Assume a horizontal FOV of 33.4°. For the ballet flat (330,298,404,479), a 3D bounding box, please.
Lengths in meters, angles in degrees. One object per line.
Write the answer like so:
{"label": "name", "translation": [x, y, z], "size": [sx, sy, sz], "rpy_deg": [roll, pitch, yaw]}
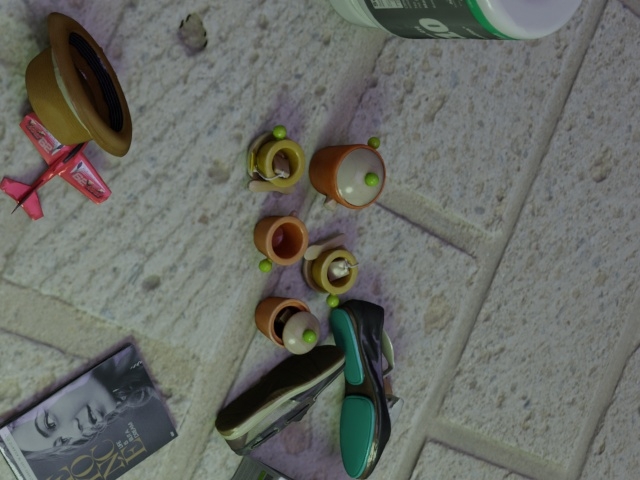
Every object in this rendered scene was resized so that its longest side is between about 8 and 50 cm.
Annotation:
{"label": "ballet flat", "translation": [0.081, 0.229, 1.658], "size": [0.096, 0.095, 0.280], "rpy_deg": [-7, 96, -33]}

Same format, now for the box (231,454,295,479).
{"label": "box", "translation": [-0.044, 0.428, 1.625], "size": [0.203, 0.103, 0.114], "rpy_deg": [35, 79, -34]}

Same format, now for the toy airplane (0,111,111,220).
{"label": "toy airplane", "translation": [-0.342, -0.086, 1.363], "size": [0.151, 0.028, 0.151], "rpy_deg": [-4, 98, -29]}

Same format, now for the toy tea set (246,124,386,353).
{"label": "toy tea set", "translation": [0.000, 0.000, 1.554], "size": [0.200, 0.124, 0.336], "rpy_deg": [-6, 103, -33]}

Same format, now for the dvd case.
{"label": "dvd case", "translation": [-0.317, 0.265, 1.459], "size": [0.221, 0.018, 0.164], "rpy_deg": [-33, 116, -25]}

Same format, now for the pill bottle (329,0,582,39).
{"label": "pill bottle", "translation": [0.169, -0.376, 1.447], "size": [0.204, 0.361, 0.204], "rpy_deg": [-8, 104, -33]}

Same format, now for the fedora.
{"label": "fedora", "translation": [-0.305, -0.182, 1.312], "size": [0.079, 0.194, 0.194], "rpy_deg": [-24, 118, 12]}

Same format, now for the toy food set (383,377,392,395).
{"label": "toy food set", "translation": [0.083, 0.254, 1.728], "size": [0.083, 0.020, 0.082], "rpy_deg": [15, 91, -35]}

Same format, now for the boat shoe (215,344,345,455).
{"label": "boat shoe", "translation": [-0.053, 0.240, 1.602], "size": [0.224, 0.080, 0.073], "rpy_deg": [-33, 122, -19]}
